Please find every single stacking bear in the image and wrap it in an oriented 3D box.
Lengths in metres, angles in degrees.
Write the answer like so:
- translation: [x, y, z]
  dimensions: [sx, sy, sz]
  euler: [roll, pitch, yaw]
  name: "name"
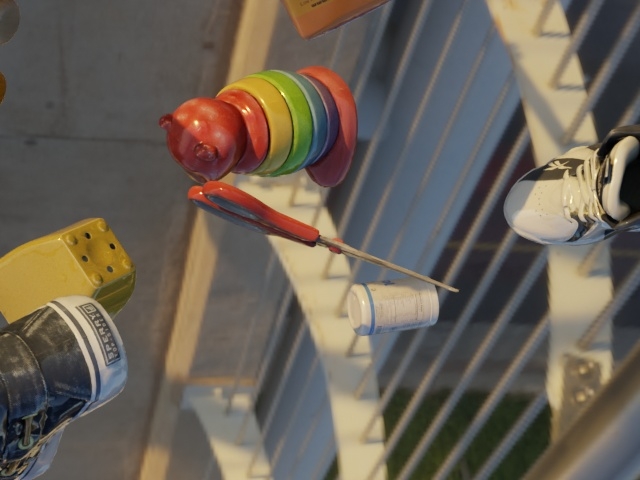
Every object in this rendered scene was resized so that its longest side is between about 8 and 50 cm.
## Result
- translation: [-0.095, -0.154, 1.657]
  dimensions: [0.289, 0.175, 0.164]
  euler: [-17, 143, -47]
  name: "stacking bear"

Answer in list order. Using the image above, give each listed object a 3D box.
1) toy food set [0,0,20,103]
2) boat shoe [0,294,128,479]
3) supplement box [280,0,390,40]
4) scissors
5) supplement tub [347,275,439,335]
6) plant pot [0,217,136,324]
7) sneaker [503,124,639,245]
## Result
- translation: [-0.289, -0.187, 0.818]
  dimensions: [0.104, 0.111, 0.232]
  euler: [26, 168, 14]
  name: "toy food set"
- translation: [-0.159, 0.079, 0.528]
  dimensions: [0.083, 0.065, 0.183]
  euler: [-20, 167, -38]
  name: "boat shoe"
- translation: [-0.023, -0.252, 0.785]
  dimensions: [0.080, 0.078, 0.233]
  euler: [-26, 137, 1]
  name: "supplement box"
- translation: [0.000, 0.000, 1.252]
  dimensions: [0.297, 0.021, 0.109]
  euler: [22, 166, -7]
  name: "scissors"
- translation: [0.094, 0.086, 1.553]
  dimensions: [0.107, 0.071, 0.071]
  euler: [-7, 145, -17]
  name: "supplement tub"
- translation: [-0.187, 0.027, 0.881]
  dimensions: [0.083, 0.081, 0.081]
  euler: [-38, 175, 36]
  name: "plant pot"
- translation: [0.241, -0.049, 1.004]
  dimensions: [0.235, 0.094, 0.153]
  euler: [-1, 174, 36]
  name: "sneaker"
